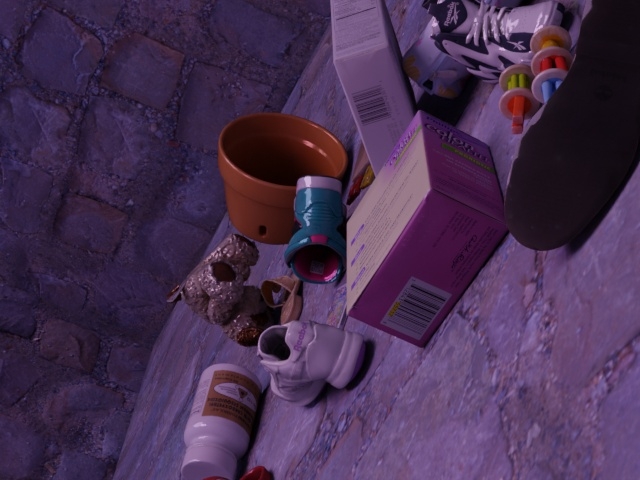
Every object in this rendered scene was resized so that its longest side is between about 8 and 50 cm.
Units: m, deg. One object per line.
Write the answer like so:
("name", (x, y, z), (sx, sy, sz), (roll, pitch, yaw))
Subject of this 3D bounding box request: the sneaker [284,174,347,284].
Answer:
("sneaker", (0.000, 0.000, 1.830), (0.295, 0.124, 0.178), (76, -162, -75))

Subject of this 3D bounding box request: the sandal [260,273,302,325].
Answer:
("sandal", (-0.090, 0.110, 2.062), (0.088, 0.079, 0.240), (-62, 13, 15))

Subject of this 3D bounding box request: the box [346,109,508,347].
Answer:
("box", (0.135, -0.020, 1.290), (0.213, 0.117, 0.243), (-59, 15, 27))

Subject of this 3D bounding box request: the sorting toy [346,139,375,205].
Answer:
("sorting toy", (0.117, -0.180, 1.839), (0.132, 0.046, 0.274), (-51, 18, 48))

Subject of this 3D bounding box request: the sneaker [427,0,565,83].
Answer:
("sneaker", (0.232, -0.304, 1.354), (0.094, 0.153, 0.235), (-67, 12, -4))

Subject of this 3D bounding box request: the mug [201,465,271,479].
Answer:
("mug", (-0.148, 0.439, 1.602), (0.169, 0.113, 0.150), (-27, 41, 66))

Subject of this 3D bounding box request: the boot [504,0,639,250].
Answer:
("boot", (0.286, -0.130, 0.997), (0.305, 0.112, 0.115), (-68, -18, 5))

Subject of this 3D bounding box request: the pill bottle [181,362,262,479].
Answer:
("pill bottle", (-0.200, 0.369, 1.893), (0.131, 0.131, 0.229), (-54, 17, 42))

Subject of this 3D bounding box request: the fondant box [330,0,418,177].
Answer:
("fondant box", (0.098, -0.279, 1.635), (0.096, 0.238, 0.330), (-16, 32, 11))

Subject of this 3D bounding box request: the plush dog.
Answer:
("plush dog", (-0.196, 0.143, 2.112), (0.211, 0.225, 0.262), (-40, 11, 19))

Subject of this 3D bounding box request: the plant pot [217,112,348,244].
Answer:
("plant pot", (-0.098, -0.129, 2.172), (0.290, 0.291, 0.203), (-80, 3, -50))

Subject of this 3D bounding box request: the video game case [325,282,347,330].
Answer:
("video game case", (0.030, 0.131, 1.680), (0.087, 0.011, 0.122), (-39, 28, 64))

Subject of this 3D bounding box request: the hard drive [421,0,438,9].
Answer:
("hard drive", (0.317, -0.605, 1.798), (0.338, 0.064, 0.237), (-66, 12, -10))

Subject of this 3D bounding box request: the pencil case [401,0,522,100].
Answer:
("pencil case", (0.238, -0.355, 1.506), (0.273, 0.113, 0.124), (-56, -11, 31))

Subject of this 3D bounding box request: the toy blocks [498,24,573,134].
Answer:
("toy blocks", (0.269, -0.183, 1.195), (0.123, 0.054, 0.148), (-53, 17, 41))

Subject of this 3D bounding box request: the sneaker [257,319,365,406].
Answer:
("sneaker", (-0.039, 0.183, 1.542), (0.305, 0.152, 0.114), (136, 154, -62))
